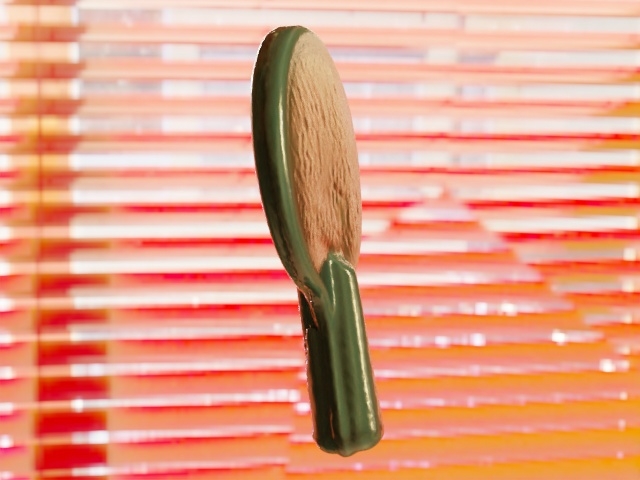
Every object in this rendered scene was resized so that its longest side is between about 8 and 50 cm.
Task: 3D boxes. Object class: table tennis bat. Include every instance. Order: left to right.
[{"bbox_3d":[0.000,0.000,0.663,0.033,0.201,0.124,-9,179,18],"label":"table tennis bat"}]
